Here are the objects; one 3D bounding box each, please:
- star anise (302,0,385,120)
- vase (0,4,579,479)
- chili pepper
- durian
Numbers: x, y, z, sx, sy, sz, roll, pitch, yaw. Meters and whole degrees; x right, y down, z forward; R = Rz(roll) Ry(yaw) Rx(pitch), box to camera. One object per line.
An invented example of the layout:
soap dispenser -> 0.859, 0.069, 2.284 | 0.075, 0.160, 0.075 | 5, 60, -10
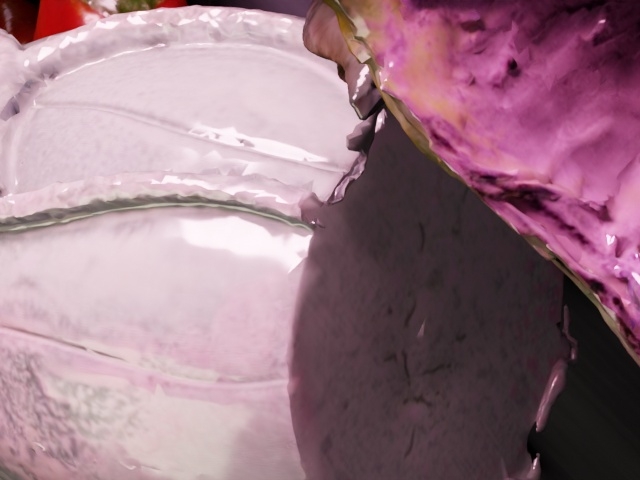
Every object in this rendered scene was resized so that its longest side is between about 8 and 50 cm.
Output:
star anise -> 0.020, -0.096, 0.542 | 0.204, 0.061, 0.180 | 54, -155, 3
vase -> -0.124, 0.005, 0.776 | 0.445, 0.250, 0.250 | 9, 143, 36
chili pepper -> -0.143, -0.110, 0.975 | 0.137, 0.092, 0.368 | 64, 159, -5
durian -> 0.112, -0.032, 0.443 | 0.260, 0.154, 0.186 | 48, -174, -14
